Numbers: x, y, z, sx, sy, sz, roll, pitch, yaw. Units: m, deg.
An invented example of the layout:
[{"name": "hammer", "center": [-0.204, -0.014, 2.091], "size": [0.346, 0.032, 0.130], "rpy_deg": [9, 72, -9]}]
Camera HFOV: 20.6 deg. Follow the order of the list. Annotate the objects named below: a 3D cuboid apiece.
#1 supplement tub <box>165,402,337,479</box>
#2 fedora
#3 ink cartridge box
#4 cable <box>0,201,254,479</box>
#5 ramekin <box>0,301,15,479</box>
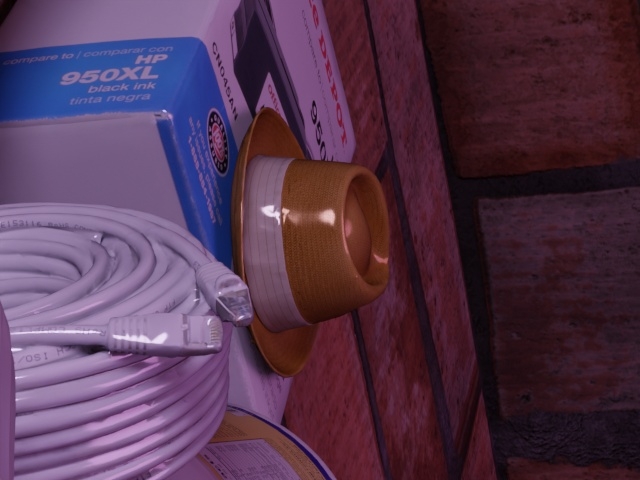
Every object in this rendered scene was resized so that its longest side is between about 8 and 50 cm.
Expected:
[{"name": "supplement tub", "center": [-0.120, 0.210, 0.997], "size": [0.331, 0.241, 0.241], "rpy_deg": [15, 71, -74]}, {"name": "fedora", "center": [0.000, 0.000, 1.174], "size": [0.194, 0.079, 0.194], "rpy_deg": [-3, 90, -75]}, {"name": "ink cartridge box", "center": [-0.104, -0.071, 1.281], "size": [0.395, 0.166, 0.285], "rpy_deg": [-75, 156, -53]}, {"name": "cable", "center": [-0.168, 0.051, 0.847], "size": [0.257, 0.257, 0.089], "rpy_deg": [-125, -151, -69]}, {"name": "ramekin", "center": [-0.231, 0.073, 0.586], "size": [0.277, 0.277, 0.135], "rpy_deg": [69, 15, -47]}]
